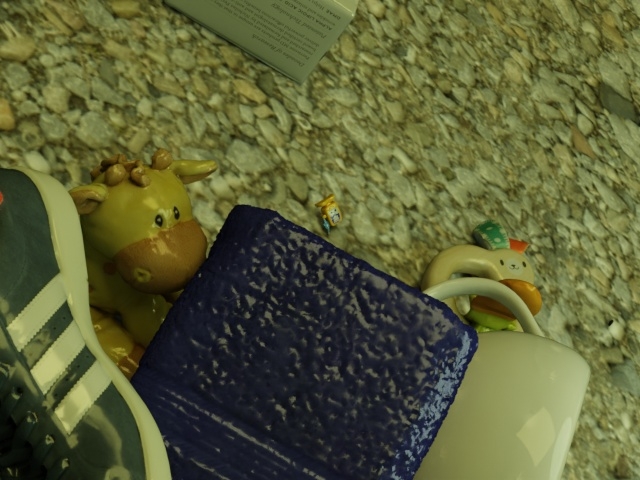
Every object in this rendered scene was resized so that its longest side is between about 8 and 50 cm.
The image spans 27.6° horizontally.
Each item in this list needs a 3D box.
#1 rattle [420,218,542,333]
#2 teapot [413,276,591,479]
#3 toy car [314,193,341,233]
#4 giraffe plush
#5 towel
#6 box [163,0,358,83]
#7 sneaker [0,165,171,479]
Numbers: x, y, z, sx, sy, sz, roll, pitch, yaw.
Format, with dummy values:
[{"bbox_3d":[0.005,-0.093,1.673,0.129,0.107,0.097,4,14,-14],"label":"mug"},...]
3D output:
[{"bbox_3d":[0.191,0.017,1.326,0.130,0.142,0.200,32,48,17],"label":"rattle"},{"bbox_3d":[0.111,0.176,1.100,0.187,0.252,0.256,17,12,13],"label":"teapot"},{"bbox_3d":[0.000,0.000,1.263,0.122,0.060,0.040,-41,117,-39],"label":"toy car"},{"bbox_3d":[-0.151,0.007,1.066,0.210,0.170,0.181,38,44,-4],"label":"giraffe plush"},{"bbox_3d":[-0.042,0.149,0.991,0.228,0.076,0.308,29,77,3],"label":"towel"},{"bbox_3d":[-0.048,-0.301,1.414,0.182,0.119,0.181,30,45,-13],"label":"box"},{"bbox_3d":[-0.218,0.097,0.881,0.148,0.131,0.350,11,46,-50],"label":"sneaker"}]
